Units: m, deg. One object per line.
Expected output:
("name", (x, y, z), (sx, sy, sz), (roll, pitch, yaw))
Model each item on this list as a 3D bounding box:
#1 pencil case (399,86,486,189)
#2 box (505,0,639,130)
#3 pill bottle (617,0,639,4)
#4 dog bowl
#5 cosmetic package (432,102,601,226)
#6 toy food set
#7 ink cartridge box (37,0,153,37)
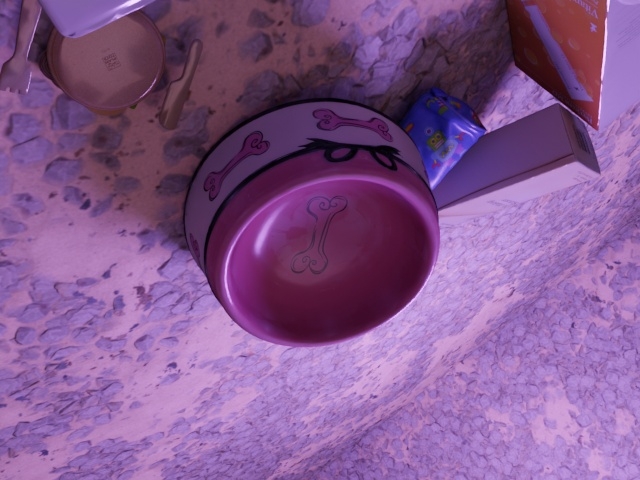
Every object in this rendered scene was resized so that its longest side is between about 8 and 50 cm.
("pencil case", (0.142, -0.128, 0.969), (0.133, 0.119, 0.306), (31, 113, -29))
("box", (0.407, -0.363, 0.810), (0.168, 0.215, 0.345), (-38, 148, 6))
("pill bottle", (0.211, -0.361, 0.524), (0.176, 0.318, 0.176), (-26, 148, -17))
("dog bowl", (0.000, 0.000, 0.849), (0.408, 0.150, 0.408), (-9, 130, -11))
("cosmetic package", (0.332, -0.127, 1.028), (0.309, 0.113, 0.160), (-23, 162, 39))
("toy food set", (-0.235, -0.199, 0.601), (0.192, 0.038, 0.132), (7, 123, -41))
("ink cartridge box", (-0.183, -0.282, 0.301), (0.117, 0.278, 0.201), (-32, 149, -10))
